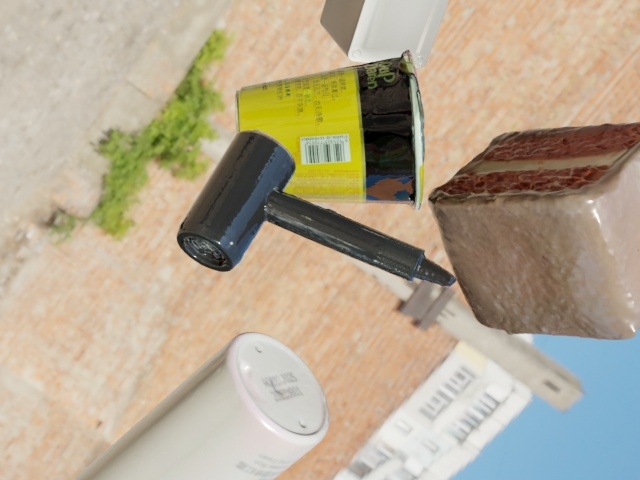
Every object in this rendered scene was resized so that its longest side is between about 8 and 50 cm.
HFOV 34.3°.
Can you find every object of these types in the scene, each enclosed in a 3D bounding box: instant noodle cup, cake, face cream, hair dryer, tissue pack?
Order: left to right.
[{"bbox_3d":[-0.142,0.206,0.797,0.345,0.102,0.102,-44,-171,25],"label":"face cream"},{"bbox_3d":[0.000,0.000,0.960,0.128,0.255,0.070,-59,164,-26],"label":"hair dryer"},{"bbox_3d":[0.012,-0.134,1.351,0.215,0.236,0.215,175,-90,-89],"label":"instant noodle cup"},{"bbox_3d":[0.120,-0.427,1.717,0.136,0.159,0.246,-118,-141,-47],"label":"tissue pack"},{"bbox_3d":[0.332,-0.019,1.395,0.309,0.230,0.237,-2,-148,50],"label":"cake"}]
